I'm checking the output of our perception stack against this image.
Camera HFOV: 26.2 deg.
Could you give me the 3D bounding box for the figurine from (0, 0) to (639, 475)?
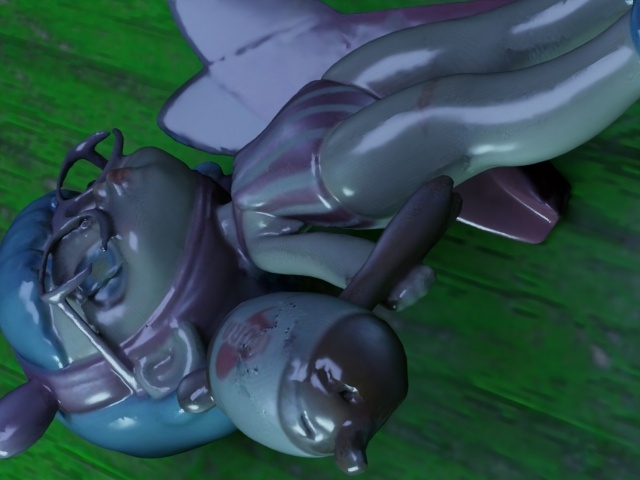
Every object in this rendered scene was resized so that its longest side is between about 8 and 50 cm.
[{"bbox_3d":[0.007,0.002,0.423,0.260,0.103,0.205,-28,44,21],"label":"figurine"}]
